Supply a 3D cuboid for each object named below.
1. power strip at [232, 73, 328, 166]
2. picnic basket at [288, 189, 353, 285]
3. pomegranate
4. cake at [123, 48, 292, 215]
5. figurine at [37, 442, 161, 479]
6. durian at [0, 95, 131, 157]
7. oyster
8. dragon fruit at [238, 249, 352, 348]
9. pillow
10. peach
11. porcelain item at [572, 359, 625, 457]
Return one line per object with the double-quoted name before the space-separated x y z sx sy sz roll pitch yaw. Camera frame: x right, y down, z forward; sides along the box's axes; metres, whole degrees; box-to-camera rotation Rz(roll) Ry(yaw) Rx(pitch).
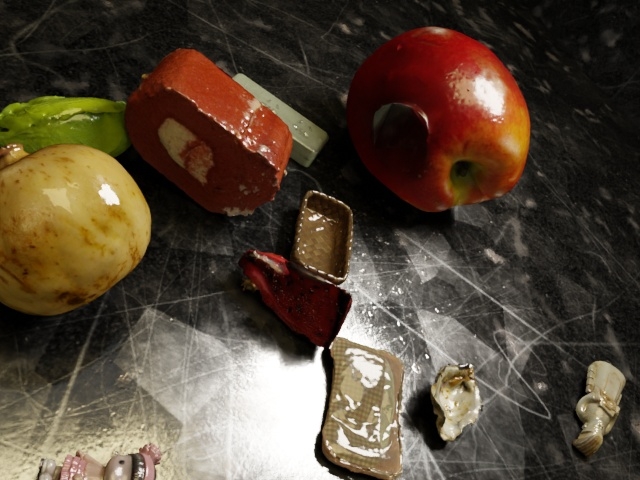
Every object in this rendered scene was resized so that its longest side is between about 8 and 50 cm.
"power strip" -0.120 -0.263 1.183 0.288 0.053 0.093 34 42 -3
"picnic basket" 0.000 0.000 1.022 0.110 0.055 0.193 24 43 -15
"pomegranate" -0.328 -0.022 0.704 0.215 0.215 0.215 18 45 -19
"cake" -0.181 -0.164 0.942 0.283 0.177 0.151 35 38 -21
"figurine" -0.244 0.261 0.635 0.129 0.054 0.072 8 34 -18
"durian" -0.392 -0.170 0.893 0.139 0.101 0.250 19 29 37
"oyster" 0.217 0.254 0.938 0.148 0.051 0.103 -20 83 -42
"dragon fruit" -0.045 0.084 0.884 0.192 0.122 0.092 33 78 -3
"pillow" 0.069 0.247 0.861 0.135 0.034 0.211 22 45 -17
"peach" 0.229 -0.243 1.183 0.310 0.335 0.406 -20 72 -44
"porcelain item" 0.525 0.316 1.081 0.084 0.054 0.213 41 43 9
